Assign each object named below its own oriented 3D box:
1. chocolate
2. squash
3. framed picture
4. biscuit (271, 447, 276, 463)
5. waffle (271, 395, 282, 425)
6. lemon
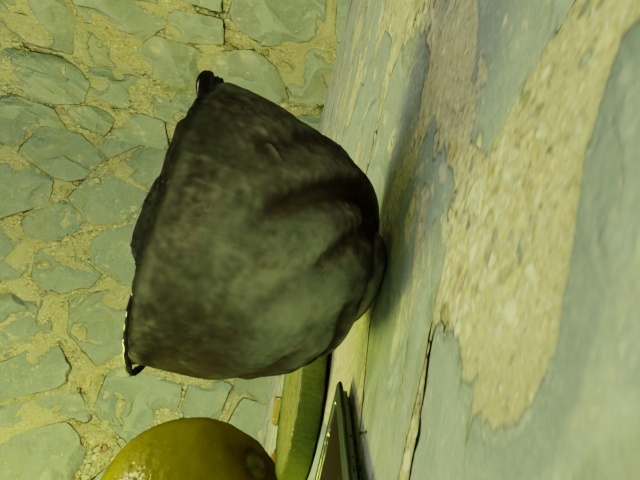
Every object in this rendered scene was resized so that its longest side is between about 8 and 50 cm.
[{"bbox_3d":[-0.045,0.011,0.632,0.303,0.213,0.303,-165,90,-87],"label":"chocolate"},{"bbox_3d":[-0.030,0.245,0.988,0.252,0.049,0.251,-169,90,-85],"label":"squash"},{"bbox_3d":[0.006,0.290,0.573,0.296,0.019,0.232,-94,16,-78],"label":"framed picture"},{"bbox_3d":[-0.125,0.580,1.548,0.247,0.029,0.118,106,174,-53],"label":"biscuit"},{"bbox_3d":[-0.116,0.451,1.828,0.097,0.024,0.152,-84,5,-46],"label":"waffle"},{"bbox_3d":[-0.227,0.483,1.175,0.364,0.365,0.363,-169,90,-86],"label":"lemon"}]
